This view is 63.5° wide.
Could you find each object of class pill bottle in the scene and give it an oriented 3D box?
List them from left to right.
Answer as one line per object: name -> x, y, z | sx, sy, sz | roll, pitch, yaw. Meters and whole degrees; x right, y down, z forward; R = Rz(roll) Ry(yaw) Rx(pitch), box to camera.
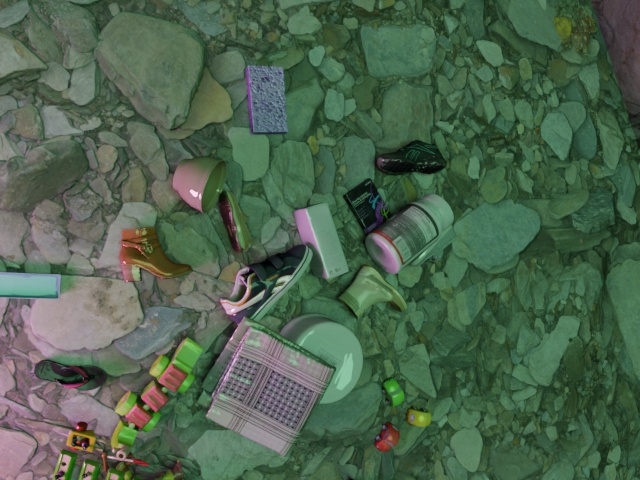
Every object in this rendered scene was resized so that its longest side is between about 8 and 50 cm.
pill bottle -> 0.303, -0.029, 1.746 | 0.283, 0.161, 0.161 | -37, 103, -21

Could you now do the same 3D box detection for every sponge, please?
sponge -> -0.167, -0.439, 1.620 | 0.117, 0.031, 0.209 | -5, 90, -24

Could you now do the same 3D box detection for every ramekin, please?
ramekin -> -0.002, 0.371, 1.613 | 0.277, 0.135, 0.277 | 1, 88, -24

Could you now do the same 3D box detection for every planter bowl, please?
planter bowl -> -0.351, -0.171, 1.475 | 0.109, 0.162, 0.162 | 20, 79, 4

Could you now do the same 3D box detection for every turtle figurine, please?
turtle figurine -> -0.483, 0.685, 1.416 | 0.218, 0.087, 0.269 | -14, 94, -24

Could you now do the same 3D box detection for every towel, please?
towel -> -0.162, 0.422, 1.487 | 0.324, 0.056, 0.312 | 29, 96, 1

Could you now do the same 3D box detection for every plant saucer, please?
plant saucer -> -0.781, 0.116, 1.339 | 0.192, 0.018, 0.067 | 5, 87, -23

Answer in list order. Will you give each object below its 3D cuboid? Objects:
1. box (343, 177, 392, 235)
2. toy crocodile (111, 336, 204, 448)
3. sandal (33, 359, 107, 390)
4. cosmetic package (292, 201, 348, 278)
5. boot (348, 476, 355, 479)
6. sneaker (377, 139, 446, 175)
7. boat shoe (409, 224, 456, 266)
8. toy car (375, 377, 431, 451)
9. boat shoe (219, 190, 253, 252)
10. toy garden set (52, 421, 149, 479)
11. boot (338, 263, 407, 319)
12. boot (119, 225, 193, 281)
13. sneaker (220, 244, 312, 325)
box -> 0.163, -0.115, 1.758 | 0.116, 0.029, 0.162 | -37, 102, -20
toy crocodile -> -0.451, 0.422, 1.429 | 0.115, 0.105, 0.340 | 45, 72, -17
sandal -> -0.663, 0.361, 1.371 | 0.179, 0.040, 0.067 | 17, 81, -23
cosmetic package -> 0.000, 0.000, 1.636 | 0.086, 0.117, 0.230 | -19, 98, -24
boot -> 0.105, 0.889, 1.687 | 0.137, 0.077, 0.197 | 35, 62, -14
sneaker -> 0.311, -0.291, 1.808 | 0.268, 0.101, 0.106 | -2, 70, -25
boat shoe -> 0.407, 0.030, 1.834 | 0.227, 0.079, 0.081 | -41, 100, -23
toy car -> 0.271, 0.583, 1.772 | 0.239, 0.053, 0.224 | -22, 97, -23
boat shoe -> -0.250, -0.063, 1.561 | 0.072, 0.068, 0.189 | -23, 108, -35
toy garden set -> -0.561, 0.595, 1.323 | 0.244, 0.049, 0.203 | 20, 99, 2
boot -> 0.175, 0.206, 1.729 | 0.213, 0.077, 0.165 | 44, 72, -11
boot -> -0.461, 0.035, 1.456 | 0.197, 0.073, 0.152 | -3, 85, -27
sneaker -> -0.162, 0.111, 1.555 | 0.321, 0.126, 0.127 | -49, 112, -16
